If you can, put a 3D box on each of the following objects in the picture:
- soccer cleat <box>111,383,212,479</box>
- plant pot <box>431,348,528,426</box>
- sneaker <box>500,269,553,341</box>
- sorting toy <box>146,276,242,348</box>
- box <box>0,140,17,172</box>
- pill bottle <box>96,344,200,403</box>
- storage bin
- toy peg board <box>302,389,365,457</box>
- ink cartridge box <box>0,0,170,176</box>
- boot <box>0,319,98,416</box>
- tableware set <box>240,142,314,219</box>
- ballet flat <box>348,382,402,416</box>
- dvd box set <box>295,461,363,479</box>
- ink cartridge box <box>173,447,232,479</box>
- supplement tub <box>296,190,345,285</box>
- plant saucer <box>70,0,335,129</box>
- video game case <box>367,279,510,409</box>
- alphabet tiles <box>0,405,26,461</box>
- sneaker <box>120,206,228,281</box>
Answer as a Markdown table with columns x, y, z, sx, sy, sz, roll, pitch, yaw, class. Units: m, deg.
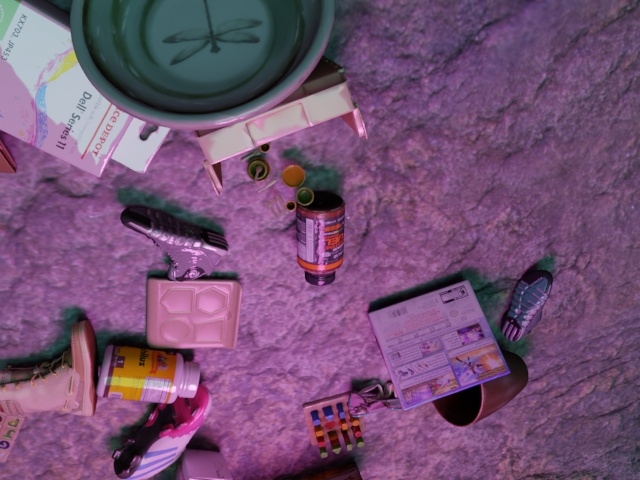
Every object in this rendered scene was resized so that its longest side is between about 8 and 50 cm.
| x | y | z | sx | sy | sz | roll | pitch | yaw | class |
| --- | --- | --- | --- | --- | --- | --- | --- | --- | --- |
| -0.378 | 0.485 | 1.354 | 0.331 | 0.116 | 0.143 | -42 | 142 | 8 | soccer cleat |
| 0.442 | 0.370 | 1.443 | 0.231 | 0.215 | 0.215 | -3 | 121 | -29 | plant pot |
| 0.566 | 0.168 | 1.430 | 0.098 | 0.083 | 0.223 | -4 | 127 | -36 | sneaker |
| -0.291 | 0.167 | 1.227 | 0.208 | 0.038 | 0.192 | 5 | 118 | -11 | sorting toy |
| -0.643 | -0.157 | 0.896 | 0.201 | 0.164 | 0.021 | 2 | 75 | -15 | box |
| -0.394 | 0.311 | 1.231 | 0.215 | 0.117 | 0.117 | 12 | 115 | -21 | pill bottle |
| -0.081 | -0.212 | 0.932 | 0.262 | 0.260 | 0.123 | -21 | 118 | -2 | storage bin |
| 0.047 | 0.518 | 1.483 | 0.161 | 0.079 | 0.160 | -14 | 122 | -7 | toy peg board |
| -0.420 | -0.253 | 0.899 | 0.354 | 0.119 | 0.207 | 28 | 106 | -26 | ink cartridge box |
| -0.605 | 0.289 | 1.183 | 0.204 | 0.095 | 0.261 | 4 | 122 | -15 | boot |
| -0.085 | -0.126 | 1.076 | 0.104 | 0.024 | 0.154 | -30 | 93 | 4 | tableware set |
| 0.170 | 0.433 | 1.466 | 0.222 | 0.077 | 0.079 | 5 | 80 | -33 | ballet flat |
| -0.072 | 0.754 | 1.468 | 0.421 | 0.307 | 0.062 | -15 | 90 | -4 | dvd box set |
| -0.327 | 0.703 | 1.365 | 0.115 | 0.198 | 0.272 | 16 | 85 | -19 | ink cartridge box |
| 0.000 | 0.000 | 1.162 | 0.106 | 0.106 | 0.197 | -6 | 121 | -11 | supplement tub |
| -0.176 | -0.342 | 0.838 | 0.401 | 0.400 | 0.100 | -19 | 166 | -3 | plant saucer |
| 0.283 | 0.254 | 1.307 | 0.270 | 0.244 | 0.061 | -18 | 158 | -3 | video game case |
| -0.840 | 0.434 | 1.253 | 0.237 | 0.009 | 0.198 | 21 | 112 | -24 | alphabet tiles |
| -0.317 | 0.024 | 1.109 | 0.229 | 0.086 | 0.132 | 22 | 114 | -25 | sneaker |
